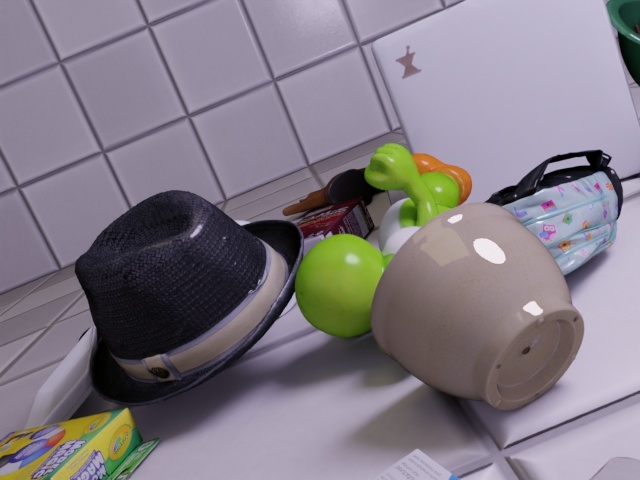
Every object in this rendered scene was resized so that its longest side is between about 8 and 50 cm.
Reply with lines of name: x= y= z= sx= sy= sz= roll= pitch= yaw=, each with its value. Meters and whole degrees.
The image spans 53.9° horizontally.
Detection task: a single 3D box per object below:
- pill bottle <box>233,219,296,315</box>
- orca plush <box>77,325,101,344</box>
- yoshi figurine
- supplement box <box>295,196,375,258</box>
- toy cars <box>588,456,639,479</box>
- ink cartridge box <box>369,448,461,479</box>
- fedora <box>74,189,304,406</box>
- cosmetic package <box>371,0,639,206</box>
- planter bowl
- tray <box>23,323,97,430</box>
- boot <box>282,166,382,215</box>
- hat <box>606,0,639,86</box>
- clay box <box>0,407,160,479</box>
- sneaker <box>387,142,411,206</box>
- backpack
pill bottle: x=-0.169 y=0.045 z=1.027 sx=0.283 sy=0.161 sz=0.160 roll=4 pitch=28 yaw=44
orca plush: x=-0.313 y=0.141 z=1.044 sx=0.287 sy=0.102 sz=0.151 roll=-11 pitch=17 yaw=42
yoshi figurine: x=0.078 y=0.010 z=0.757 sx=0.203 sy=0.204 sz=0.362 roll=-33 pitch=9 yaw=25
supplement box: x=0.000 y=0.000 z=1.159 sx=0.130 sy=0.073 sz=0.239 roll=-17 pitch=13 yaw=26
toy cars: x=0.272 y=0.113 z=0.197 sx=0.393 sy=0.087 sz=0.176 roll=-22 pitch=7 yaw=20
ink cartridge box: x=0.037 y=0.186 z=0.358 sx=0.122 sy=0.052 sz=0.088 roll=-28 pitch=14 yaw=-18
fedora: x=-0.187 y=0.038 z=0.765 sx=0.334 sy=0.153 sz=0.334 roll=-27 pitch=29 yaw=16
cosmetic package: x=0.323 y=-0.259 z=1.093 sx=0.329 sy=0.328 sz=0.394 roll=-18 pitch=12 yaw=21
planter bowl: x=0.136 y=0.065 z=0.506 sx=0.162 sy=0.162 sz=0.109 roll=-26 pitch=39 yaw=-15
tray: x=-0.372 y=0.214 z=0.922 sx=0.145 sy=0.030 sz=0.270 roll=-51 pitch=17 yaw=-7
boot: x=0.008 y=-0.116 z=1.583 sx=0.280 sy=0.096 sz=0.264 roll=-14 pitch=15 yaw=38
hat: x=0.500 y=-0.248 z=0.979 sx=0.173 sy=0.208 sz=0.184 roll=-56 pitch=-12 yaw=-40
clay box: x=-0.296 y=0.247 z=0.682 sx=0.221 sy=0.053 sz=0.127 roll=-18 pitch=12 yaw=23
sneaker: x=0.212 y=-0.147 z=1.368 sx=0.123 sy=0.106 sz=0.290 roll=-14 pitch=24 yaw=13
backpack: x=0.246 y=-0.020 z=0.690 sx=0.182 sy=0.115 sz=0.152 roll=-18 pitch=-13 yaw=-48
